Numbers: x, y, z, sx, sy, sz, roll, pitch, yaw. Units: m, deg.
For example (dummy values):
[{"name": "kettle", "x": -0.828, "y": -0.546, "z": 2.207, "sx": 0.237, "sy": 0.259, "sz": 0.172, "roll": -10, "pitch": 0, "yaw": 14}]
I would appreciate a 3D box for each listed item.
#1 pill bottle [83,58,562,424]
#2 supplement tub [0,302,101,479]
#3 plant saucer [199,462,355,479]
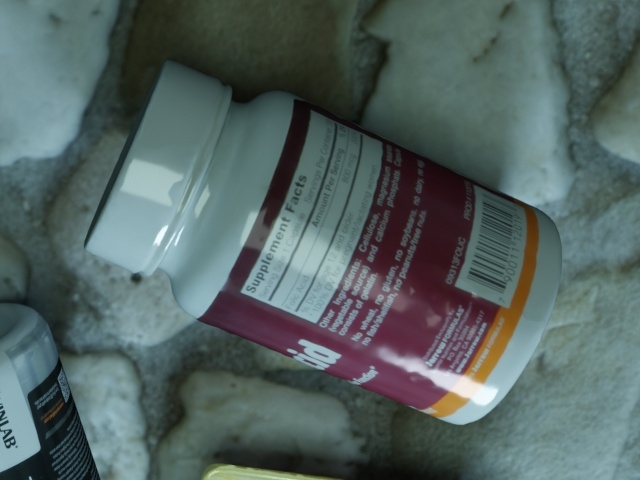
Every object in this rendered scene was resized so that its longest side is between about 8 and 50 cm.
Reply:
[{"name": "pill bottle", "x": 0.000, "y": 0.000, "z": 1.109, "sx": 0.392, "sy": 0.224, "sz": 0.224, "roll": 24, "pitch": 104, "yaw": -11}, {"name": "supplement tub", "x": -0.315, "y": 0.237, "z": 1.170, "sx": 0.194, "sy": 0.193, "sz": 0.316, "roll": -15, "pitch": 108, "yaw": 0}, {"name": "plant saucer", "x": 0.010, "y": 0.392, "z": 1.307, "sx": 0.333, "sy": 0.081, "sz": 0.332, "roll": 9, "pitch": 106, "yaw": -8}]
